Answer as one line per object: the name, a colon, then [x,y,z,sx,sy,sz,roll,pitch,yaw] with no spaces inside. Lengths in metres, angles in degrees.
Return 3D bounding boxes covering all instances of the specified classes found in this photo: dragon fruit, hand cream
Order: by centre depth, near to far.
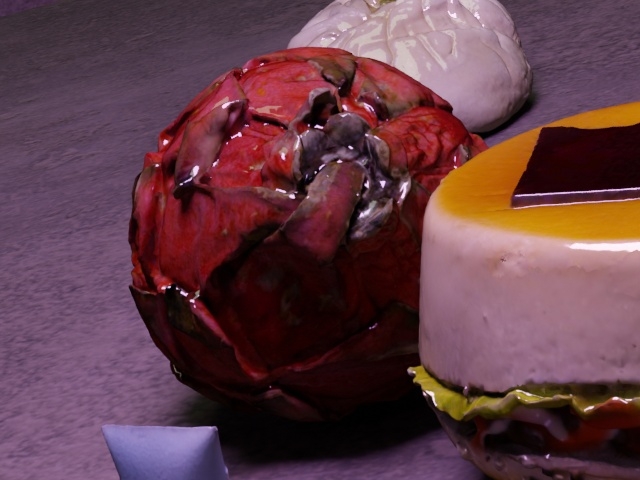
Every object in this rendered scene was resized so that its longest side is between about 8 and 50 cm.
hand cream: [-0.049,0.158,0.863,0.065,0.171,0.043,-3,24,33]
dragon fruit: [0.000,0.000,1.204,0.244,0.244,0.299,-16,-2,-6]

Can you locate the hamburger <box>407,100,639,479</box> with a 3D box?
hamburger: [0.187,0.036,1.031,0.300,0.176,0.300,-11,19,4]

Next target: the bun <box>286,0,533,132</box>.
bun: [0.075,-0.166,1.777,0.229,0.145,0.229,-11,15,3]
